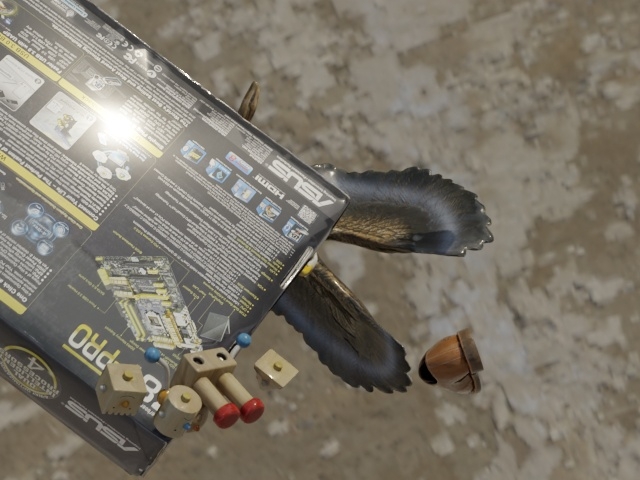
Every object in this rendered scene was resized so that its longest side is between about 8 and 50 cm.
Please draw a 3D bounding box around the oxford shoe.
[{"bbox_3d":[0.157,0.155,1.963,0.076,0.212,0.076,-20,73,1],"label":"oxford shoe"}]

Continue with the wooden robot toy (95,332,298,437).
[{"bbox_3d":[-0.099,0.129,1.220,0.173,0.079,0.076,-6,49,-43],"label":"wooden robot toy"}]

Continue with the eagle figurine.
[{"bbox_3d":[-0.001,0.007,1.699,0.298,0.226,0.225,25,49,-14],"label":"eagle figurine"}]

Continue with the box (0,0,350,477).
[{"bbox_3d":[-0.213,-0.036,1.375,0.395,0.097,0.318,37,52,-1],"label":"box"}]
